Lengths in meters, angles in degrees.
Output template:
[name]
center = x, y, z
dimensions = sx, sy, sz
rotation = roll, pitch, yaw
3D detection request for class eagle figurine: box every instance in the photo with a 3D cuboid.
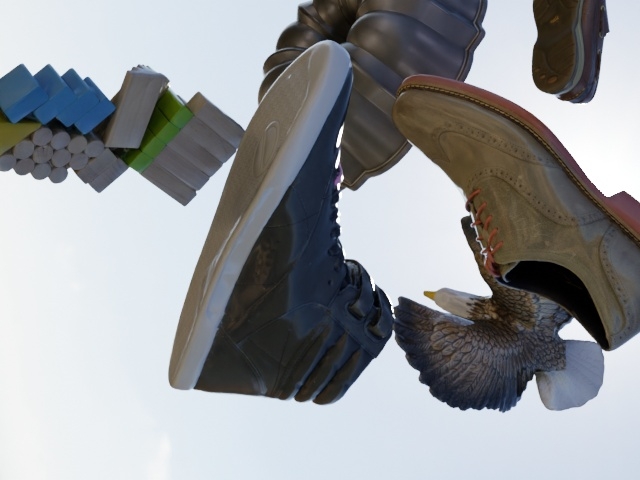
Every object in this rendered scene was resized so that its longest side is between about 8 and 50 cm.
[eagle figurine]
center = 0.219, 0.095, 1.483
dimensions = 0.298, 0.225, 0.226
rotation = 43, 37, -71

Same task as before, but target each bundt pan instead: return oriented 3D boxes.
[bundt pan]
center = 0.042, -0.226, 1.483
dimensions = 0.331, 0.124, 0.331
rotation = -39, -150, 29

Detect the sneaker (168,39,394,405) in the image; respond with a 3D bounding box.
[sneaker]
center = 0.000, 0.000, 0.901
dimensions = 0.104, 0.147, 0.296
rotation = -104, -146, -60

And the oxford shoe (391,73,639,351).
[oxford shoe]
center = 0.188, -0.034, 1.187
dimensions = 0.348, 0.130, 0.123
rotation = 38, -18, 20

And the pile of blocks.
[pile of blocks]
center = -0.245, -0.132, 1.208
dimensions = 0.112, 0.362, 0.149
rotation = 48, -58, 37

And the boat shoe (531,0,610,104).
[boat shoe]
center = 0.244, -0.212, 1.171
dimensions = 0.064, 0.060, 0.178
rotation = -11, -117, 46
